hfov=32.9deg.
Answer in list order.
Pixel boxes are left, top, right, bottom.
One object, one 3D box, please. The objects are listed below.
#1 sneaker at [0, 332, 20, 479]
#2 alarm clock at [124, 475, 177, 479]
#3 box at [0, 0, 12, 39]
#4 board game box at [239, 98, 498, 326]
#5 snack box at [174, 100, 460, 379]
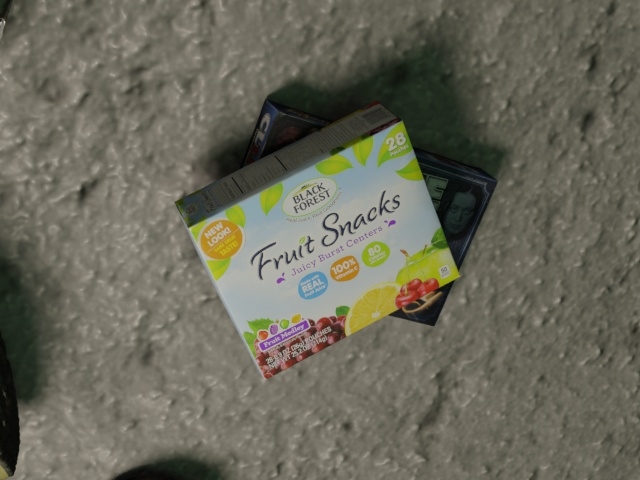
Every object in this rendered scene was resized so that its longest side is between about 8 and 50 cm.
[{"bbox_3d":[-0.403,0.071,0.876,0.182,0.158,0.410,-28,125,10],"label":"sneaker"},{"bbox_3d":[-0.195,0.302,1.088,0.192,0.064,0.129,-6,114,-19],"label":"alarm clock"},{"bbox_3d":[-0.353,-0.238,0.714,0.322,0.079,0.257,17,103,-25],"label":"box"},{"bbox_3d":[0.032,-0.021,1.041,0.243,0.042,0.165,14,107,-24],"label":"board game box"},{"bbox_3d":[0.000,0.000,0.973,0.207,0.070,0.175,-27,119,-8],"label":"snack box"}]
